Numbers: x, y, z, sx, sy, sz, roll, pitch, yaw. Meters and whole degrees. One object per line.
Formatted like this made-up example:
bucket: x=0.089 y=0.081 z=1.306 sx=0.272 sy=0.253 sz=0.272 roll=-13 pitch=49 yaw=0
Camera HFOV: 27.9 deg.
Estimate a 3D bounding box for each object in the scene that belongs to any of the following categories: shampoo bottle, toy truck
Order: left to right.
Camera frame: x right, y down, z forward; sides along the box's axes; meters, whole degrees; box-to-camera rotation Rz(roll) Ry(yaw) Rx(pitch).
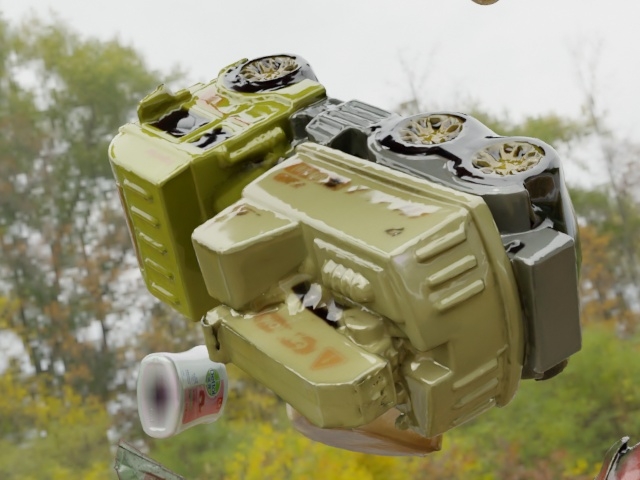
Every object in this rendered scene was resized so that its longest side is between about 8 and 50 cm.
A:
shampoo bottle: x=-0.116 y=0.130 z=1.122 sx=0.043 sy=0.072 sz=0.099 roll=-1 pitch=1 yaw=25
toy truck: x=0.000 y=0.000 z=0.966 sx=0.254 sy=0.181 sz=0.405 roll=-26 pitch=33 yaw=-29

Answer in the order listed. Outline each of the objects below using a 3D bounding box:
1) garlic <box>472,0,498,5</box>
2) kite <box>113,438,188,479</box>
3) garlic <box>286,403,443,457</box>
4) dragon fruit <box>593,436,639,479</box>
garlic: x=0.171 y=-0.343 z=1.400 sx=0.099 sy=0.174 sz=0.124 roll=3 pitch=17 yaw=22
kite: x=-0.176 y=0.306 z=1.250 sx=0.250 sy=0.229 sz=0.012 roll=-14 pitch=-2 yaw=4
garlic: x=0.026 y=0.154 z=1.257 sx=0.115 sy=0.128 sz=0.206 roll=-29 pitch=-27 yaw=29
dragon fruit: x=0.196 y=0.175 z=0.712 sx=0.130 sy=0.142 sz=0.121 roll=1 pitch=-45 yaw=-22
